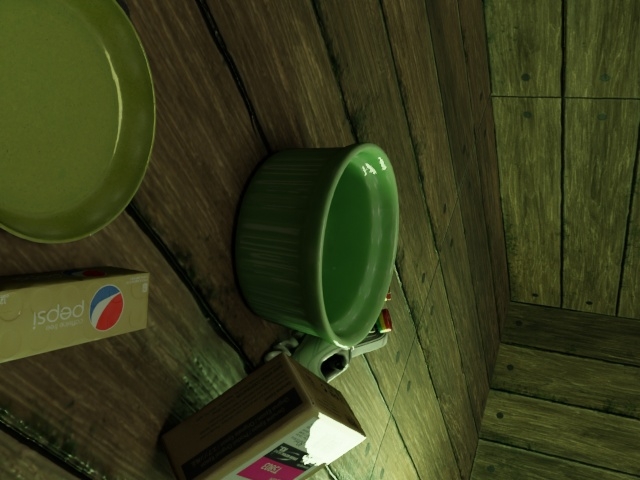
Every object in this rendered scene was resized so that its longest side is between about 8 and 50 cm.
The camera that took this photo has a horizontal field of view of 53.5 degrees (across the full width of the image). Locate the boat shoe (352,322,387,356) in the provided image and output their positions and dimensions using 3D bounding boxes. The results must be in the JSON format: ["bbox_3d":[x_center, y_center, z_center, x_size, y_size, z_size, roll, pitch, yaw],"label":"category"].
[{"bbox_3d":[0.077,0.179,1.259,0.219,0.077,0.070,-7,104,-62],"label":"boat shoe"}]

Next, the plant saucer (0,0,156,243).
[{"bbox_3d":[-0.240,-0.119,0.565,0.241,0.037,0.241,-25,118,-61],"label":"plant saucer"}]

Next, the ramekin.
[{"bbox_3d":[0.000,0.000,0.967,0.303,0.148,0.304,-27,121,-60],"label":"ramekin"}]

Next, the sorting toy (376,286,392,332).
[{"bbox_3d":[0.101,0.043,1.237,0.132,0.046,0.275,-85,156,-55],"label":"sorting toy"}]

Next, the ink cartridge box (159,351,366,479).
[{"bbox_3d":[-0.065,0.265,0.854,0.193,0.088,0.235,-37,147,2],"label":"ink cartridge box"}]

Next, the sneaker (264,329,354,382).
[{"bbox_3d":[0.010,0.162,1.073,0.292,0.118,0.110,-59,144,-43],"label":"sneaker"}]

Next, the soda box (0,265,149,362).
[{"bbox_3d":[-0.241,0.062,0.585,0.181,0.058,0.062,-5,101,-65],"label":"soda box"}]
